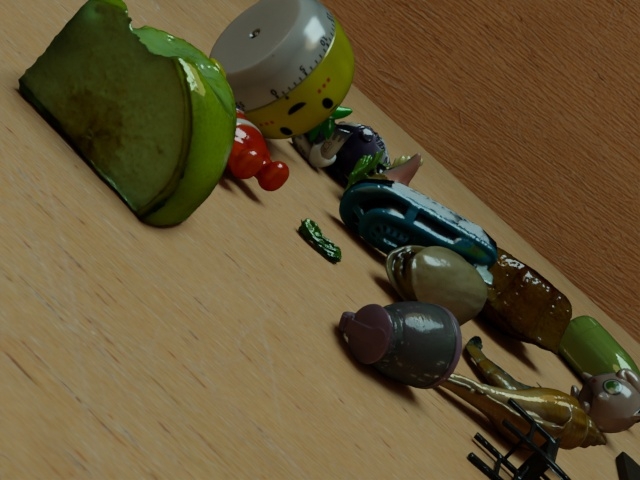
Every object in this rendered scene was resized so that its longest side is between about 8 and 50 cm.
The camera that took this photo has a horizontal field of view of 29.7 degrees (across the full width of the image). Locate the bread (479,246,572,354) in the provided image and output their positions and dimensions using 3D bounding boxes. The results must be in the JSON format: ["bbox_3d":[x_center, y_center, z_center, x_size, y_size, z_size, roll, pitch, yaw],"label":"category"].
[{"bbox_3d":[0.373,0.111,2.381,0.247,0.135,0.232,36,1,-17],"label":"bread"}]

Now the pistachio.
[{"bbox_3d":[0.192,0.075,2.028,0.206,0.129,0.131,24,67,-42],"label":"pistachio"}]

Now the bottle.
[{"bbox_3d":[0.619,0.280,2.596,0.112,0.112,0.260,27,20,-48],"label":"bottle"}]

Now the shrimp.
[{"bbox_3d":[0.340,0.236,2.063,0.262,0.051,0.198,24,21,-45],"label":"shrimp"}]

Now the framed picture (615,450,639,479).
[{"bbox_3d":[0.582,0.448,2.140,0.128,0.023,0.168,42,13,2],"label":"framed picture"}]

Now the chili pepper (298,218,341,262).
[{"bbox_3d":[0.001,0.000,1.884,0.091,0.030,0.034,44,-12,-2],"label":"chili pepper"}]

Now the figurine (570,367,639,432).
[{"bbox_3d":[0.551,0.304,2.293,0.125,0.138,0.125,175,-90,-88],"label":"figurine"}]

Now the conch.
[{"bbox_3d":[0.288,0.259,1.787,0.330,0.093,0.109,16,40,-18],"label":"conch"}]

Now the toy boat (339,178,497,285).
[{"bbox_3d":[0.168,0.003,2.130,0.299,0.134,0.092,26,41,-14],"label":"toy boat"}]

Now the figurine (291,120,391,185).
[{"bbox_3d":[0.062,-0.172,2.424,0.222,0.145,0.145,10,32,-47],"label":"figurine"}]

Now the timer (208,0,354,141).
[{"bbox_3d":[-0.044,-0.286,2.208,0.285,0.285,0.285,39,13,-11],"label":"timer"}]

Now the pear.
[{"bbox_3d":[-0.199,-0.167,1.532,0.286,0.176,0.282,46,12,14],"label":"pear"}]

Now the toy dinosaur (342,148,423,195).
[{"bbox_3d":[0.141,-0.084,2.308,0.177,0.194,0.152,23,-1,15],"label":"toy dinosaur"}]

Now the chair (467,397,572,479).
[{"bbox_3d":[0.302,0.321,1.606,0.212,0.084,0.101,43,17,3],"label":"chair"}]

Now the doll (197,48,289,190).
[{"bbox_3d":[-0.173,-0.211,1.889,0.336,0.105,0.200,50,15,30],"label":"doll"}]

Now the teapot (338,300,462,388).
[{"bbox_3d":[0.100,0.121,1.602,0.146,0.116,0.148,16,31,-41],"label":"teapot"}]
